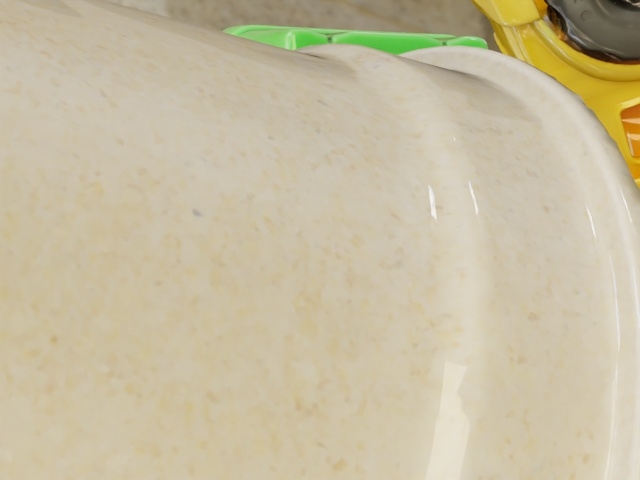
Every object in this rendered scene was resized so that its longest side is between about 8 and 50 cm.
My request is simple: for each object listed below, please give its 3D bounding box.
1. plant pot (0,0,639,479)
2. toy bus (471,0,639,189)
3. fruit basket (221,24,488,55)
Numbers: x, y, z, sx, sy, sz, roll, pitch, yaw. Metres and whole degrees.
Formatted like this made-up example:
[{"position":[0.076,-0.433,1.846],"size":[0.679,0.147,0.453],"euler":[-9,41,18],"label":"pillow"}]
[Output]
[{"position":[-0.117,0.044,0.572],"size":[0.305,0.334,0.334],"euler":[20,-82,-31],"label":"plant pot"},{"position":[0.188,-0.097,0.772],"size":[0.220,0.149,0.211],"euler":[-24,-68,7],"label":"toy bus"},{"position":[0.000,0.000,1.549],"size":[0.282,0.392,0.392],"euler":[1,-64,-11],"label":"fruit basket"}]
